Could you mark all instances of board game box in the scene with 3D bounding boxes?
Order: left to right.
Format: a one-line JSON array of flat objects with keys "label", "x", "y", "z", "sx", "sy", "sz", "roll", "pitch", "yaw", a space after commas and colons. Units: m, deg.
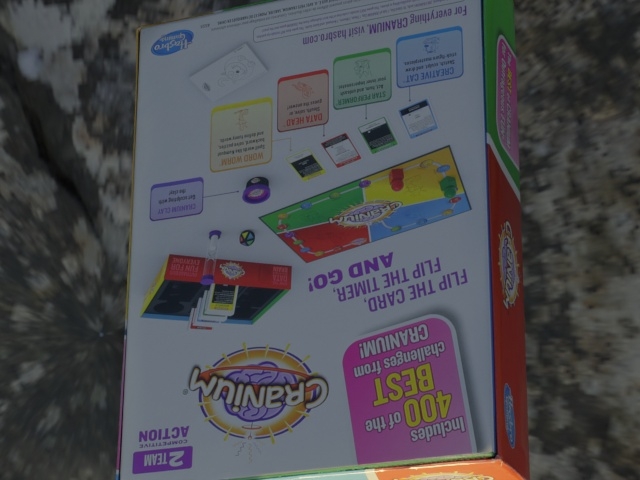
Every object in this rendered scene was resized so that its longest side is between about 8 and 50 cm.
[{"label": "board game box", "x": 0.000, "y": 0.000, "z": 1.101, "sx": 0.242, "sy": 0.064, "sz": 0.316, "roll": -8, "pitch": 67, "yaw": 22}]
